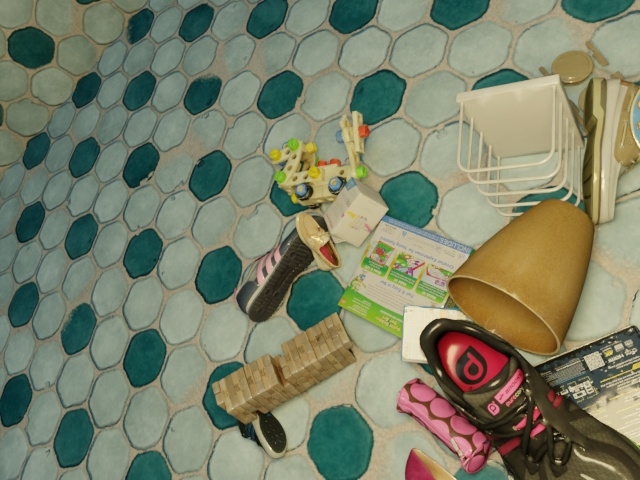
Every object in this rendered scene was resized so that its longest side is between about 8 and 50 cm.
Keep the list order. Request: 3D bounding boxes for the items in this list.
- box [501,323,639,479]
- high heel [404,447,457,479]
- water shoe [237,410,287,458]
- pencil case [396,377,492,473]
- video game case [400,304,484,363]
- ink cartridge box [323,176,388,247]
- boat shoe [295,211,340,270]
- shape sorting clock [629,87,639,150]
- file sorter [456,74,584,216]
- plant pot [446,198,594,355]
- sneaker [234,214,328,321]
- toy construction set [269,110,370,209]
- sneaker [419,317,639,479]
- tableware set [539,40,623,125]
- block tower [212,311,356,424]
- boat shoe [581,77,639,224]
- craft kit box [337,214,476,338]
[{"bbox_3d":[0.474,0.332,1.080,0.322,0.079,0.257,-30,58,19],"label":"box"},{"bbox_3d":[0.269,0.470,1.150,0.244,0.082,0.117,-8,75,44],"label":"high heel"},{"bbox_3d":[-0.147,0.451,1.447,0.203,0.073,0.080,49,120,42],"label":"water shoe"},{"bbox_3d":[0.240,0.363,1.201,0.209,0.098,0.095,33,119,40],"label":"pencil case"},{"bbox_3d":[0.255,0.200,1.268,0.166,0.015,0.119,3,80,10],"label":"video game case"},{"bbox_3d":[0.079,-0.062,1.473,0.143,0.090,0.092,-53,28,20],"label":"ink cartridge box"},{"bbox_3d":[0.000,0.000,1.483,0.059,0.170,0.063,-4,35,46],"label":"boat shoe"},{"bbox_3d":[0.695,-0.230,1.151,0.206,0.040,0.206,0,89,-1],"label":"shape sorting clock"},{"bbox_3d":[0.408,-0.172,1.221,0.193,0.278,0.173,-3,71,32],"label":"file sorter"},{"bbox_3d":[0.412,0.049,1.172,0.237,0.237,0.254,25,69,38],"label":"plant pot"},{"bbox_3d":[-0.113,0.050,1.565,0.319,0.112,0.131,-51,46,-2],"label":"sneaker"},{"bbox_3d":[0.008,-0.201,1.575,0.328,0.151,0.215,-16,59,44],"label":"toy construction set"},{"bbox_3d":[0.335,0.300,1.008,0.483,0.202,0.185,38,93,39],"label":"sneaker"},{"bbox_3d":[0.583,-0.339,1.327,0.128,0.039,0.194,-28,60,8],"label":"tableware set"},{"bbox_3d":[-0.076,0.302,1.398,0.335,0.097,0.091,-31,48,4],"label":"block tower"},{"bbox_3d":[0.586,-0.179,1.206,0.103,0.113,0.302,4,86,11],"label":"boat shoe"},{"bbox_3d":[0.196,0.093,1.381,0.250,0.061,0.246,25,82,38],"label":"craft kit box"}]
